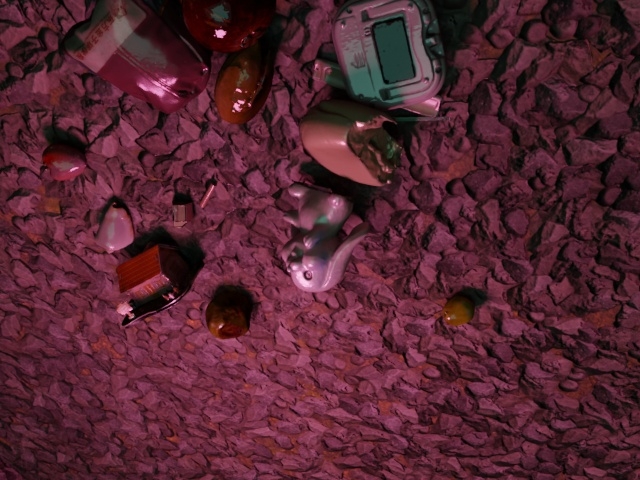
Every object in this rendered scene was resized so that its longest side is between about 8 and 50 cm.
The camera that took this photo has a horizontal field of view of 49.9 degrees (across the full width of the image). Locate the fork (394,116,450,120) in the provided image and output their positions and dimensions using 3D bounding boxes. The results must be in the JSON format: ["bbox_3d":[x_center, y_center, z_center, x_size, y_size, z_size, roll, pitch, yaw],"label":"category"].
[{"bbox_3d":[0.202,-0.300,1.695,0.235,0.021,0.039,0,131,12],"label":"fork"}]

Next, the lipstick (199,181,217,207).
[{"bbox_3d":[-0.321,-0.130,1.961,0.019,0.019,0.094,31,128,-10],"label":"lipstick"}]

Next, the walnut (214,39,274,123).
[{"bbox_3d":[-0.185,-0.379,1.662,0.137,0.137,0.245,26,137,-6],"label":"walnut"}]

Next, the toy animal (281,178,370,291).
[{"bbox_3d":[-0.004,-0.017,1.827,0.174,0.249,0.289,17,112,-41],"label":"toy animal"}]

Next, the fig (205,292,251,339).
[{"bbox_3d":[-0.297,0.239,2.178,0.165,0.154,0.144,5,152,50],"label":"fig"}]

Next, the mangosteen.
[{"bbox_3d":[-0.222,-0.544,1.510,0.215,0.215,0.258,-38,91,34],"label":"mangosteen"}]

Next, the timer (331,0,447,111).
[{"bbox_3d":[0.153,-0.426,1.538,0.236,0.087,0.262,-9,110,21],"label":"timer"}]

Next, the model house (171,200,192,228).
[{"bbox_3d":[-0.403,-0.074,2.009,0.058,0.057,0.083,-4,109,-15],"label":"model house"}]

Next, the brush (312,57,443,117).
[{"bbox_3d":[0.137,-0.372,1.644,0.320,0.050,0.060,19,132,9],"label":"brush"}]

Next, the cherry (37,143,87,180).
[{"bbox_3d":[-0.729,-0.221,1.955,0.126,0.087,0.106,7,124,-14],"label":"cherry"}]

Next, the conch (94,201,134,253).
[{"bbox_3d":[-0.623,-0.036,2.089,0.104,0.094,0.176,23,103,13],"label":"conch"}]

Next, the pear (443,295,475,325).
[{"bbox_3d":[0.397,0.203,1.986,0.092,0.097,0.092,25,128,37],"label":"pear"}]

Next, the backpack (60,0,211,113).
[{"bbox_3d":[-0.404,-0.458,1.620,0.317,0.197,0.283,39,126,-23],"label":"backpack"}]

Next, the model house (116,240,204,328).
[{"bbox_3d":[-0.522,0.119,2.088,0.293,0.207,0.154,-26,114,29],"label":"model house"}]

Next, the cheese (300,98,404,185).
[{"bbox_3d":[0.080,-0.234,1.644,0.233,0.127,0.266,16,168,31],"label":"cheese"}]
